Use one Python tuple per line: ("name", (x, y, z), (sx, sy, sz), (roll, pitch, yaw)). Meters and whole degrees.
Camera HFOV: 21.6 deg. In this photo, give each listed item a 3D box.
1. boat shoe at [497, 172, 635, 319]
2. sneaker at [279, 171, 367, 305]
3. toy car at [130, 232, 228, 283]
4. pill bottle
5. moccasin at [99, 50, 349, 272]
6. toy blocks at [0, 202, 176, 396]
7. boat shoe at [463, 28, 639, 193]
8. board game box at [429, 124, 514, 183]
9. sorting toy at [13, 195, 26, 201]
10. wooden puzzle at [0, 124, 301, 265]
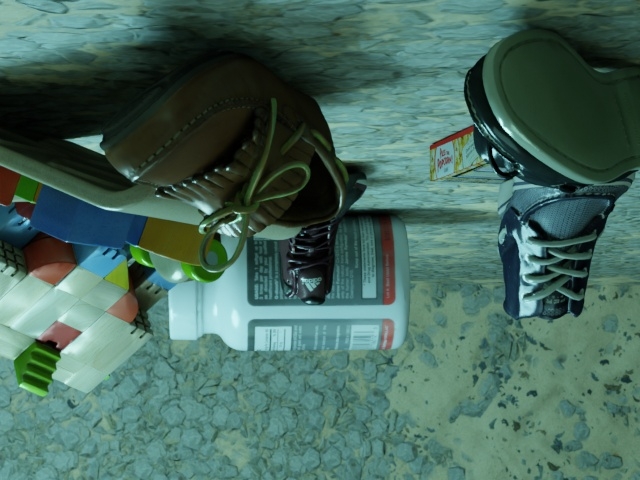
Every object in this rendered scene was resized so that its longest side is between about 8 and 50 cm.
("boat shoe", (0.253, 0.001, 1.739), (0.127, 0.158, 0.340), (-1, 174, 1))
("sneaker", (0.000, 0.000, 2.147), (0.106, 0.163, 0.281), (0, 175, -7))
("toy car", (-0.112, -0.035, 1.986), (0.188, 0.149, 0.155), (-11, -167, -32))
("pill bottle", (-0.051, 0.065, 2.577), (0.362, 0.210, 0.210), (0, 174, -3))
("moccasin", (-0.068, -0.062, 1.418), (0.139, 0.147, 0.380), (-34, 168, 8))
("toy blocks", (-0.351, 0.056, 2.320), (0.261, 0.191, 0.381), (-41, 135, 20))
("boat shoe", (0.184, -0.096, 1.382), (0.113, 0.127, 0.340), (-18, 176, 30))
("board game box", (0.218, -0.094, 1.815), (0.146, 0.045, 0.193), (1, 174, -16))
("sorting toy", (-0.360, -0.070, 2.067), (0.193, 0.038, 0.208), (-1, 179, 5))
("wooden puzzle", (-0.234, -0.048, 1.620), (0.347, 0.081, 0.322), (17, -178, 26))
